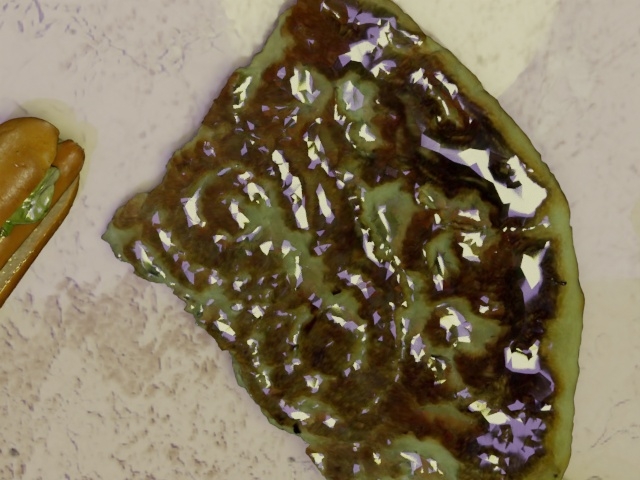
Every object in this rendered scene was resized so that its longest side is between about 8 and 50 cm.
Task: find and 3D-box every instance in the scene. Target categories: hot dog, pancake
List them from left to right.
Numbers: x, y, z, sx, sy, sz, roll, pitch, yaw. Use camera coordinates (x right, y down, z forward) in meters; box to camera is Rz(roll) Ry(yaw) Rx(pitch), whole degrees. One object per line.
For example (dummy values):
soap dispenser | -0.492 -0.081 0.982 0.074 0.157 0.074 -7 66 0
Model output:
hot dog | -0.252 0.022 1.085 0.249 0.068 0.100 -52 145 -15
pancake | 0.044 0.040 1.128 0.305 0.067 0.427 -33 92 16
